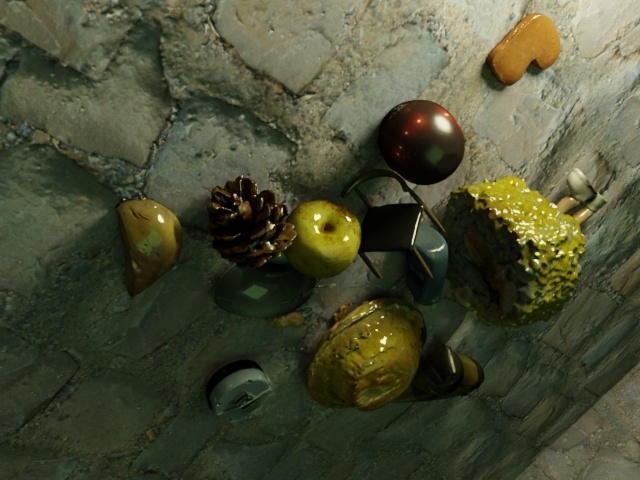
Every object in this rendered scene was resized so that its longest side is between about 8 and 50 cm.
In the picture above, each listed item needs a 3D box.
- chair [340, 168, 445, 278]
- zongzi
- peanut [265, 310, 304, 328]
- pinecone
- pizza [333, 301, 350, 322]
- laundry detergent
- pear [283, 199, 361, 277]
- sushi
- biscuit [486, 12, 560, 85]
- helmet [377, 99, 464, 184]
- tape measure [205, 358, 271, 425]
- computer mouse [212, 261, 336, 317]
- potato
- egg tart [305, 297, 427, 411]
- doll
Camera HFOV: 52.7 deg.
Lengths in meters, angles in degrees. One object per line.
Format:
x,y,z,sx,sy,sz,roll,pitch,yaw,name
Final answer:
0.178,-0.034,1.645,0.272,0.188,0.166,51,48,-41,chair
0.403,0.514,2.308,0.317,0.154,0.289,-33,143,23,zongzi
-0.097,0.216,1.776,0.113,0.054,0.054,0,124,-28,peanut
-0.160,-0.042,1.446,0.184,0.179,0.205,-31,127,-31,pinecone
0.061,0.210,1.903,0.037,0.016,0.083,16,118,-44,pizza
0.300,0.097,1.875,0.094,0.143,0.290,-25,134,-21,laundry detergent
0.000,0.000,1.575,0.197,0.197,0.197,-18,132,-21,pear
0.517,0.046,1.803,0.240,0.396,0.351,-12,134,-30,sushi
0.525,-0.470,1.645,0.192,0.036,0.186,-44,137,7,biscuit
0.244,-0.236,1.555,0.189,0.193,0.216,-42,94,2,helmet
-0.232,0.425,1.820,0.182,0.107,0.181,-41,143,6,tape measure
-0.102,0.134,1.685,0.379,0.090,0.167,0,125,-35,computer mouse
-0.364,0.025,1.418,0.138,0.098,0.243,-14,132,-26,potato
0.163,0.377,1.985,0.443,0.178,0.443,-19,134,-21,egg tart
0.748,-0.029,2.070,0.423,0.161,0.348,-33,123,-8,doll
